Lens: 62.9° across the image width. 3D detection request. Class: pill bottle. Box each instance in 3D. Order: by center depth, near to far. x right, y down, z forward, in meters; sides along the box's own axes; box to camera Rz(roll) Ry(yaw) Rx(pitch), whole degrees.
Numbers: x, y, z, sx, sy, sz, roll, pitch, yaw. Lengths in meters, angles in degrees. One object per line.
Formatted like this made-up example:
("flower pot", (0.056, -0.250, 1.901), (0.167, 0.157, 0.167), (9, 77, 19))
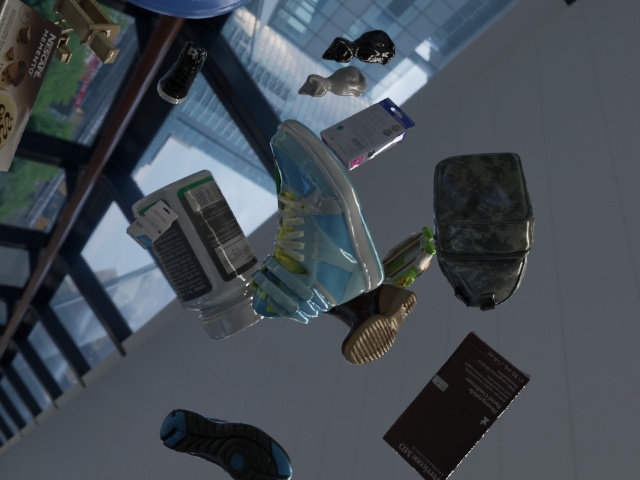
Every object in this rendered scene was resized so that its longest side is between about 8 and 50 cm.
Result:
("pill bottle", (-0.266, 0.036, 1.223), (0.204, 0.361, 0.204), (-26, -173, 4))

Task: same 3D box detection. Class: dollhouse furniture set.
("dollhouse furniture set", (-0.558, -0.471, 1.266), (0.161, 0.182, 0.101), (-41, 178, 35))

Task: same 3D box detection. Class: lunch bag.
("lunch bag", (0.372, -0.024, 1.217), (0.212, 0.256, 0.305), (-5, -142, 15))

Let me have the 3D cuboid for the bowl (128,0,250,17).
("bowl", (-0.230, -0.571, 0.845), (0.391, 0.391, 0.077), (-62, -161, -7))

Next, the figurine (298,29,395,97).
("figurine", (0.059, -0.456, 1.380), (0.209, 0.092, 0.215), (-20, 164, -42))

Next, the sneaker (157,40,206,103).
("sneaker", (-0.359, -0.454, 1.369), (0.121, 0.079, 0.217), (-53, -160, 34))

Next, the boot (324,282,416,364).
("boot", (0.071, 0.172, 1.143), (0.207, 0.090, 0.248), (2, -152, 43))

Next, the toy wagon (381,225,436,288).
("toy wagon", (0.297, 0.090, 1.866), (0.267, 0.068, 0.344), (-40, -166, 22))

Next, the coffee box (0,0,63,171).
("coffee box", (-0.597, -0.285, 0.916), (0.168, 0.119, 0.297), (-27, 141, -87))

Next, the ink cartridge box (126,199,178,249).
("ink cartridge box", (-0.310, -0.029, 0.966), (0.083, 0.048, 0.028), (-48, -176, -27))

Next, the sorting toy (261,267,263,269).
("sorting toy", (-0.165, 0.124, 1.482), (0.061, 0.042, 0.102), (-26, -110, -2))

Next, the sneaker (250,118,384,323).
("sneaker", (-0.041, -0.001, 0.778), (0.208, 0.319, 0.127), (-34, -150, -12))

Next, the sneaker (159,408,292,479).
("sneaker", (-0.212, 0.493, 1.265), (0.341, 0.139, 0.125), (16, -107, 20))

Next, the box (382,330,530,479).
("box", (0.364, 0.447, 1.409), (0.191, 0.143, 0.381), (39, -85, 21))

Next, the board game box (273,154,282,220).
("board game box", (-0.030, -0.130, 1.413), (0.064, 0.316, 0.242), (-5, -90, 19))

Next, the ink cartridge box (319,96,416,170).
("ink cartridge box", (0.178, -0.400, 1.944), (0.311, 0.065, 0.186), (-31, -119, -11))
